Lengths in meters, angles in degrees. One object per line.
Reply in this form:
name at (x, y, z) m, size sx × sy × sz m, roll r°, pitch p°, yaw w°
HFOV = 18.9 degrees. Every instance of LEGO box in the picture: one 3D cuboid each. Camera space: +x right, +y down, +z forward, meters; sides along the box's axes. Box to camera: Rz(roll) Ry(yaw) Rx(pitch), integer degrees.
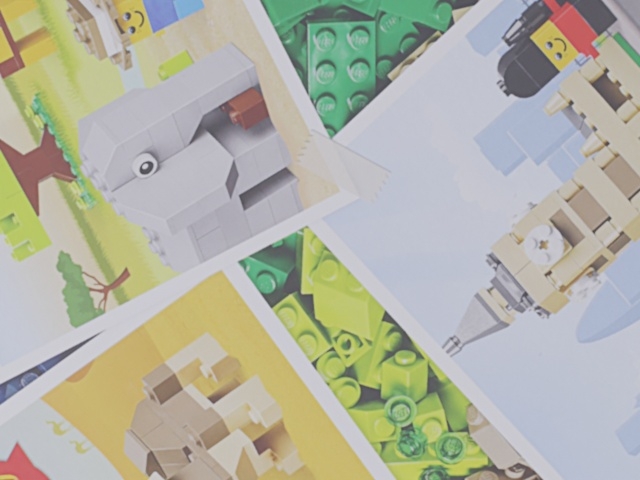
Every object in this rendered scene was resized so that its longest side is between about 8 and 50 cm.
LEGO box at (-0.003, -0.015, 0.731) m, size 0.372 × 0.193 × 0.500 m, roll -35°, pitch 96°, yaw 0°
